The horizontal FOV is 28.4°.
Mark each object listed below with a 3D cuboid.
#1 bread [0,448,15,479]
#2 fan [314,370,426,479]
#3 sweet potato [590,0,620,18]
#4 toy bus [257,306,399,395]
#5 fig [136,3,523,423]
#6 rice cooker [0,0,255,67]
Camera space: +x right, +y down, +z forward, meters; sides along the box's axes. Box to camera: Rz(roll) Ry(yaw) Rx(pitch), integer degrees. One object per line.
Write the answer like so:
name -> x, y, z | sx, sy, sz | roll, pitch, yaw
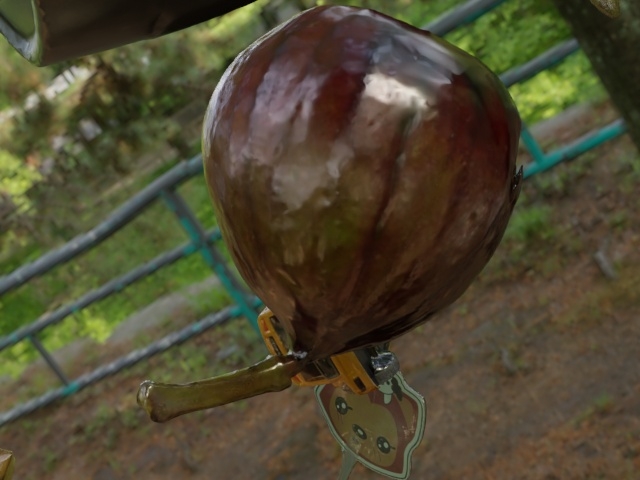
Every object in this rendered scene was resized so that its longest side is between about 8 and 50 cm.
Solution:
bread -> -0.368, 0.194, 1.049 | 0.049, 0.226, 0.088 | 73, -151, -73
fan -> 0.036, 0.185, 1.195 | 0.009, 0.132, 0.220 | -24, -35, -37
sweet potato -> 0.225, -0.250, 1.079 | 0.038, 0.153, 0.041 | 8, -30, -46
toy bus -> 0.011, 0.047, 0.939 | 0.088, 0.083, 0.194 | -24, 16, 18
fig -> 0.017, -0.002, 0.738 | 0.204, 0.186, 0.249 | 64, -144, -81
rice cooker -> -0.059, -0.209, 0.429 | 0.224, 0.267, 0.267 | -32, 13, -15
